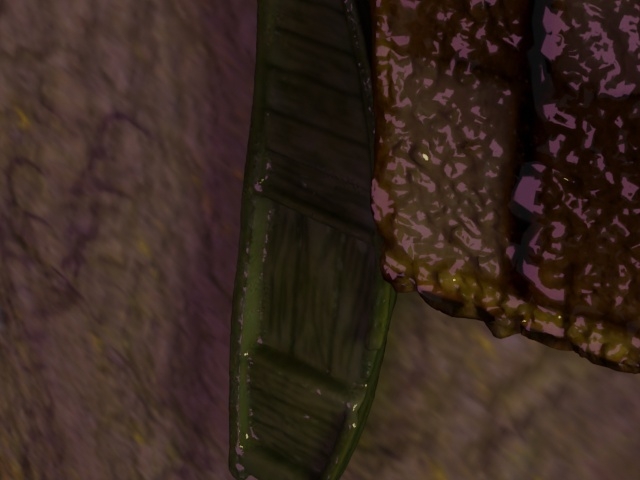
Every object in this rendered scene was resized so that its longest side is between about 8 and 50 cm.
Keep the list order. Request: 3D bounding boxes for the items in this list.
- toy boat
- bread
[{"bbox_3d":[0.000,0.000,0.652,0.093,0.055,0.293,24,124,32],"label":"toy boat"},{"bbox_3d":[0.105,-0.068,0.502,0.181,0.096,0.222,13,115,37],"label":"bread"}]
